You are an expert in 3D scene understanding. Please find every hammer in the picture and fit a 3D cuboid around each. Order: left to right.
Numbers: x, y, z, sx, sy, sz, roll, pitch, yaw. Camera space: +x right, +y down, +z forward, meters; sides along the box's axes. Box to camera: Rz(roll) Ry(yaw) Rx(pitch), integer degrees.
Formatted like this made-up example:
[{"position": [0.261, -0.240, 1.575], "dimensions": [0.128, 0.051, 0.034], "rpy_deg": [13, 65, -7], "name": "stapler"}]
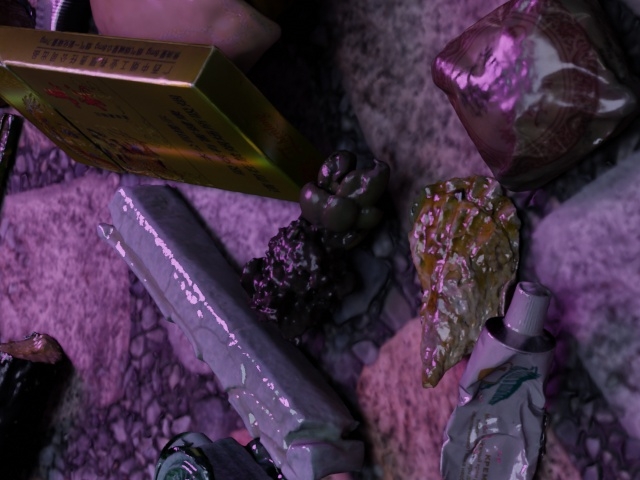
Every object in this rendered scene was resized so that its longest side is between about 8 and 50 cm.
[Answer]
[{"position": [-0.234, -0.266, 1.382], "dimensions": [0.159, 0.041, 0.226], "rpy_deg": [10, 94, 42], "name": "hammer"}]

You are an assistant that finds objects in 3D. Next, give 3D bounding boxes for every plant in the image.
[{"position": [0.000, 0.000, 1.140], "dimensions": [0.085, 0.087, 0.174], "rpy_deg": [33, 118, 6], "name": "plant"}]

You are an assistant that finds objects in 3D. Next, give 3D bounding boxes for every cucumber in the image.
[{"position": [-0.330, 0.228, 1.418], "dimensions": [0.072, 0.081, 0.303], "rpy_deg": [27, 107, 9], "name": "cucumber"}]

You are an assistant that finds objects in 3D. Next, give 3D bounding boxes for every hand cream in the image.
[{"position": [0.120, 0.152, 1.023], "dimensions": [0.084, 0.050, 0.257], "rpy_deg": [9, 100, 0], "name": "hand cream"}]

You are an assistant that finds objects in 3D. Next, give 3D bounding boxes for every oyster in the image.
[{"position": [0.097, 0.020, 1.080], "dimensions": [0.146, 0.045, 0.121], "rpy_deg": [-61, 39, 20], "name": "oyster"}]

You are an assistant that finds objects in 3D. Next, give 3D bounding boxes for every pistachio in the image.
[{"position": [-0.099, -0.197, 1.184], "dimensions": [0.238, 0.153, 0.138], "rpy_deg": [13, 73, 44], "name": "pistachio"}]

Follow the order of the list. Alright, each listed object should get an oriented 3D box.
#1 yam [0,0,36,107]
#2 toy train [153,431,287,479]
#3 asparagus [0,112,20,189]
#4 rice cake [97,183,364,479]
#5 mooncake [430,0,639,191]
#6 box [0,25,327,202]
[{"position": [-0.414, -0.203, 1.394], "dimensions": [0.131, 0.279, 0.131], "rpy_deg": [-13, 74, 49], "name": "yam"}, {"position": [-0.043, 0.285, 1.132], "dimensions": [0.301, 0.120, 0.202], "rpy_deg": [39, 115, 35], "name": "toy train"}, {"position": [-0.337, -0.016, 1.473], "dimensions": [0.023, 0.022, 0.233], "rpy_deg": [16, 98, -4], "name": "asparagus"}, {"position": [-0.077, 0.070, 1.203], "dimensions": [0.336, 0.066, 0.063], "rpy_deg": [48, 126, 35], "name": "rice cake"}, {"position": [0.148, -0.107, 1.014], "dimensions": [0.130, 0.073, 0.125], "rpy_deg": [-40, 64, 35], "name": "mooncake"}, {"position": [-0.153, -0.107, 1.218], "dimensions": [0.311, 0.173, 0.043], "rpy_deg": [12, 67, 41], "name": "box"}]
